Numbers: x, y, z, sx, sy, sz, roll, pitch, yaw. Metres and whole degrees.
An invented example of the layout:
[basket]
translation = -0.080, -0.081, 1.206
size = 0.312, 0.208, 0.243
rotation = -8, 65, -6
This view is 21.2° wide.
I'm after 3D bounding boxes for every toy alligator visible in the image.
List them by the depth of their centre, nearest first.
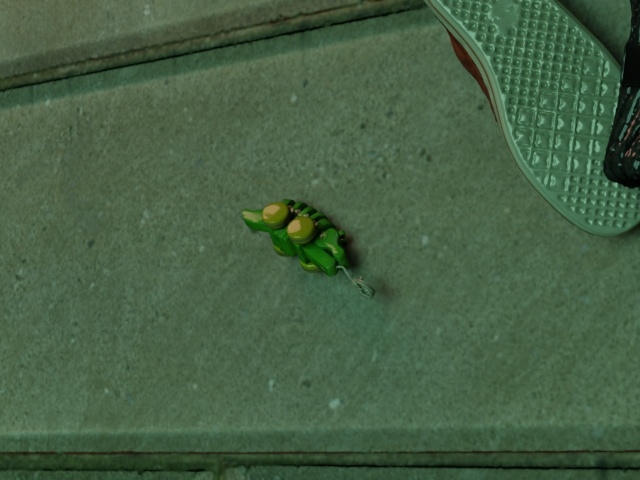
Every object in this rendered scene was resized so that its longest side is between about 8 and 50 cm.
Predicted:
[toy alligator]
translation = 0.000, 0.000, 1.687
size = 0.190, 0.056, 0.051
rotation = 30, 65, 37

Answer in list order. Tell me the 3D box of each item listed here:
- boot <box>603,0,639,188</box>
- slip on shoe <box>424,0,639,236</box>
[boot]
translation = 0.379, -0.165, 1.330
size = 0.348, 0.131, 0.260
rotation = -4, 77, 49
[slip on shoe]
translation = 0.190, -0.149, 1.516
size = 0.123, 0.101, 0.331
rotation = -34, 77, 4
